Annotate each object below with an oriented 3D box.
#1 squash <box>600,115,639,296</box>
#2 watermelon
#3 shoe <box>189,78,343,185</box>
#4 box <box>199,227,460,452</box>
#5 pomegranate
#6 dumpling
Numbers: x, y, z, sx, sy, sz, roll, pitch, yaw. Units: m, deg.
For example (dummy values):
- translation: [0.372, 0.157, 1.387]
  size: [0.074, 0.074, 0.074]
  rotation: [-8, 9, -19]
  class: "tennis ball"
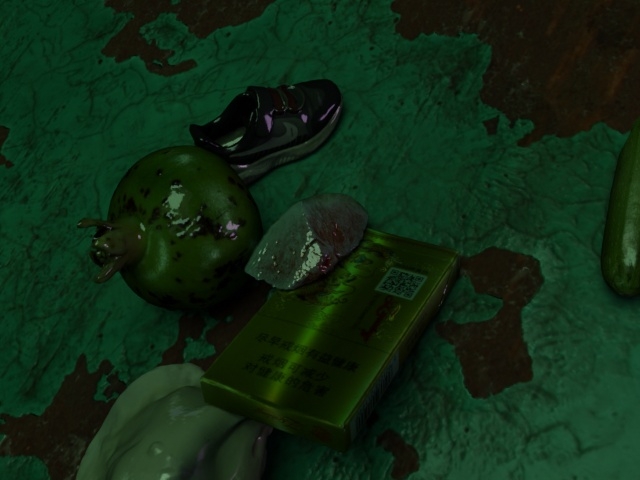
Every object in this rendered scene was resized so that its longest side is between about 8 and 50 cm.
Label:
- translation: [0.368, -0.046, 0.982]
  size: [0.069, 0.069, 0.239]
  rotation: [10, 68, 23]
  class: "squash"
- translation: [-0.005, -0.007, 1.030]
  size: [0.094, 0.081, 0.180]
  rotation: [37, 55, 13]
  class: "watermelon"
- translation: [-0.078, -0.160, 1.169]
  size: [0.227, 0.112, 0.099]
  rotation: [-33, 57, 2]
  class: "shoe"
- translation: [0.023, 0.092, 0.963]
  size: [0.173, 0.043, 0.311]
  rotation: [14, 40, 25]
  class: "box"
- translation: [-0.190, -0.011, 1.061]
  size: [0.211, 0.263, 0.211]
  rotation: [10, 105, 42]
  class: "pomegranate"
- translation: [-0.187, 0.268, 0.937]
  size: [0.243, 0.187, 0.318]
  rotation: [20, 64, 29]
  class: "dumpling"
